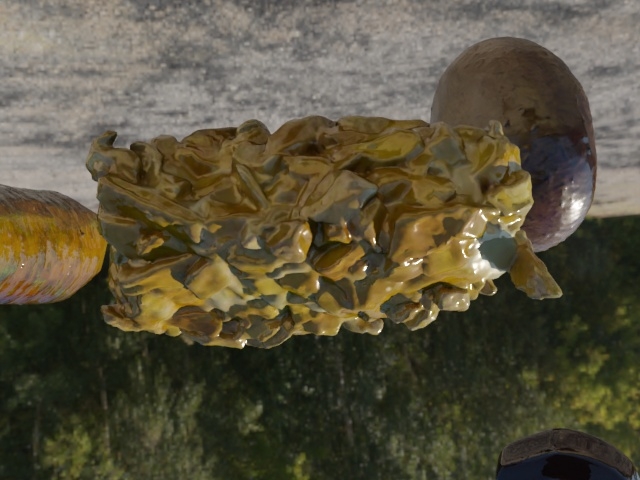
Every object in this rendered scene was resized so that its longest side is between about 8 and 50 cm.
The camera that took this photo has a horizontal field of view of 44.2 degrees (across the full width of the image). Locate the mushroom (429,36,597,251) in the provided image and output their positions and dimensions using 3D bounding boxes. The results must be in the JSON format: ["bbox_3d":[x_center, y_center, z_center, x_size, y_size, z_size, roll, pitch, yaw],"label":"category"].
[{"bbox_3d":[0.343,-0.143,1.275,0.356,0.331,0.334,6,173,-23],"label":"mushroom"}]

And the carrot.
[{"bbox_3d":[-0.285,0.005,0.680,0.114,0.114,0.302,-5,178,11],"label":"carrot"}]

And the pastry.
[{"bbox_3d":[0.000,0.000,0.442,0.250,0.102,0.154,0,139,3],"label":"pastry"}]

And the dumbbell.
[{"bbox_3d":[0.215,0.294,0.713,0.140,0.124,0.225,-34,-160,38],"label":"dumbbell"}]
